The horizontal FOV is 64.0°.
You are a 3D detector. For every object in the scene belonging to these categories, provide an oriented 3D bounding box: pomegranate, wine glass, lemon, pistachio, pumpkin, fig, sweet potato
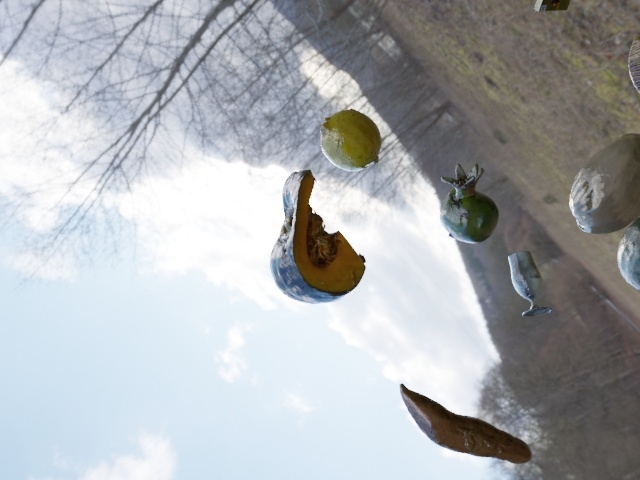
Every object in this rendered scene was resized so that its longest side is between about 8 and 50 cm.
[{"bbox_3d":[0.364,-0.089,1.271,0.152,0.131,0.191,41,150,49],"label":"pomegranate"},{"bbox_3d":[0.729,0.150,1.794,0.103,0.103,0.222,22,-127,-52],"label":"wine glass"},{"bbox_3d":[0.086,-0.296,1.509,0.206,0.173,0.174,27,-155,-28],"label":"lemon"},{"bbox_3d":[0.804,-0.149,1.399,0.197,0.288,0.166,34,-161,16],"label":"pistachio"},{"bbox_3d":[0.001,0.000,1.131,0.189,0.281,0.139,13,168,-22],"label":"pumpkin"},{"bbox_3d":[0.717,-0.009,1.040,0.195,0.245,0.195,5,-169,-1],"label":"fig"},{"bbox_3d":[0.341,0.466,1.235,0.354,0.095,0.106,25,-140,7],"label":"sweet potato"}]

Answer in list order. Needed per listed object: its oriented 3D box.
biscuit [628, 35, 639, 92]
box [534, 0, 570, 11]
[{"bbox_3d":[0.831,-0.394,1.179,0.228,0.177,0.031,20,-162,37],"label":"biscuit"},{"bbox_3d":[0.603,-0.650,1.291,0.090,0.133,0.023,-8,-138,-12],"label":"box"}]
